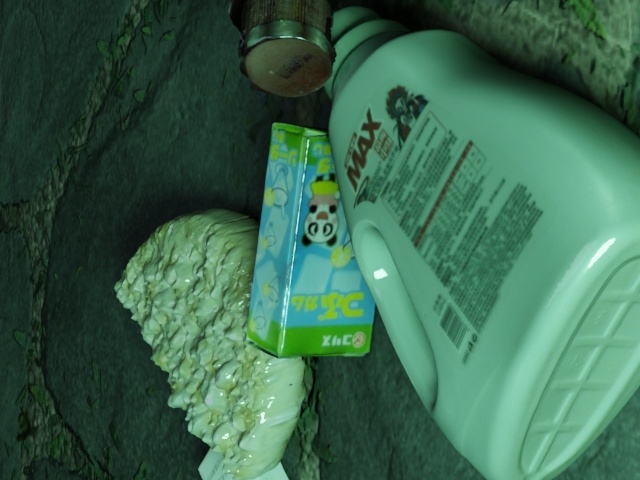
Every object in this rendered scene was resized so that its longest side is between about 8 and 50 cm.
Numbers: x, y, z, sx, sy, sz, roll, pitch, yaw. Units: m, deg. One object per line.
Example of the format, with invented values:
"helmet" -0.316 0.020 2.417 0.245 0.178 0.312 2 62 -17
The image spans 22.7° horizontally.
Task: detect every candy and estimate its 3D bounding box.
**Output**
"candy" 0.000 0.000 1.348 0.062 0.097 0.194 20 105 53

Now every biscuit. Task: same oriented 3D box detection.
"biscuit" -0.085 0.073 1.488 0.179 0.084 0.281 -57 47 28

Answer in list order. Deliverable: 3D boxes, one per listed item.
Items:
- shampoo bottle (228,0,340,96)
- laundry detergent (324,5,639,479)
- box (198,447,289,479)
"shampoo bottle" -0.025 -0.264 1.312 0.129 0.084 0.323 -36 41 42
"laundry detergent" 0.098 -0.034 1.186 0.398 0.125 0.264 54 133 43
"box" -0.059 0.246 1.483 0.084 0.040 0.154 -58 46 34
